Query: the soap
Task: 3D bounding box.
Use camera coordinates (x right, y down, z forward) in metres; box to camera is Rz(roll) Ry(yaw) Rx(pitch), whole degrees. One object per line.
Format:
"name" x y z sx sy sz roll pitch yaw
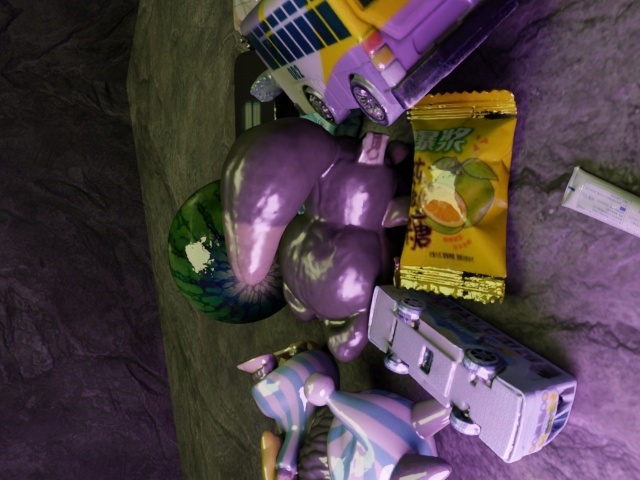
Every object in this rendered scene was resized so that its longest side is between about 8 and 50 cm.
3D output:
"soap" -0.004 -0.189 1.228 0.156 0.077 0.293 59 142 43

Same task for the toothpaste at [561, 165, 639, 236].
"toothpaste" 0.345 -0.025 0.616 0.218 0.033 0.052 47 128 56

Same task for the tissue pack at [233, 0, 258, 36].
"tissue pack" -0.103 -0.638 1.263 0.375 0.195 0.390 -140 53 -60

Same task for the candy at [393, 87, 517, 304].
"candy" 0.190 -0.066 0.825 0.187 0.081 0.298 7 96 42

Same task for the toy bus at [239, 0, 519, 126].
"toy bus" 0.041 -0.329 0.851 0.249 0.209 0.440 48 173 -20

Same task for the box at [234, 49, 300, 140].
"box" -0.144 -0.317 1.480 0.350 0.090 0.360 14 105 63

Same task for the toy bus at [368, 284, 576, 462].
"toy bus" 0.196 0.164 0.803 0.329 0.135 0.109 36 121 57

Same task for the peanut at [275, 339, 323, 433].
"peanut" -0.053 0.349 1.332 0.125 0.111 0.275 -135 50 -59

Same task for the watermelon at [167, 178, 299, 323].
"watermelon" -0.191 0.021 1.339 0.363 0.363 0.364 9 100 62

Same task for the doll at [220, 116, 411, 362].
"doll" -0.023 -0.008 0.962 0.252 0.378 0.383 23 102 59

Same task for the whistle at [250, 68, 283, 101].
"whistle" -0.063 -0.361 1.239 0.223 0.122 0.123 -24 68 31

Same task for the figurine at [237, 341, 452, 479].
"figurine" 0.086 0.295 0.951 0.377 0.266 0.362 -34 74 32
